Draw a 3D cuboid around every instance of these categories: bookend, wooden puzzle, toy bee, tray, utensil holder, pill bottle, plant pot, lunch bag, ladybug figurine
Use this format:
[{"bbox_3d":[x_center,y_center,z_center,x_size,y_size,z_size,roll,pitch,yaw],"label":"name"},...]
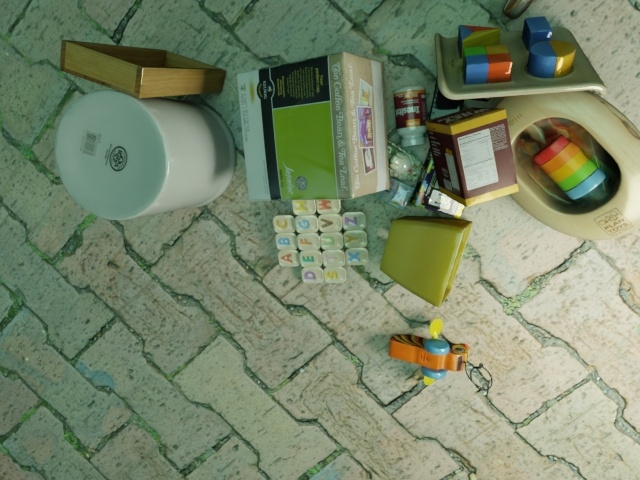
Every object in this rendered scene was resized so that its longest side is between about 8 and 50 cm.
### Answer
[{"bbox_3d":[0.377,-0.377,1.214,0.157,0.072,0.156,10,104,9],"label":"bookend"},{"bbox_3d":[0.447,-0.437,1.070,0.348,0.322,0.080,3,134,9],"label":"wooden puzzle"},{"bbox_3d":[0.356,0.343,1.337,0.298,0.162,0.195,36,116,28],"label":"toy bee"},{"bbox_3d":[-0.429,-0.436,1.187,0.203,0.411,0.076,20,112,7],"label":"tray"},{"bbox_3d":[-0.448,-0.228,1.249,0.328,0.385,0.327,2,102,10],"label":"utensil holder"},{"bbox_3d":[0.245,-0.333,1.242,0.086,0.086,0.152,-5,100,12],"label":"pill bottle"},{"bbox_3d":[0.282,0.031,1.256,0.187,0.212,0.212,19,105,21],"label":"plant pot"},{"bbox_3d":[0.214,-0.133,1.305,0.083,0.053,0.071,28,99,8],"label":"lunch bag"},{"bbox_3d":[0.614,-0.196,1.130,0.449,0.162,0.305,49,133,-1],"label":"ladybug figurine"}]

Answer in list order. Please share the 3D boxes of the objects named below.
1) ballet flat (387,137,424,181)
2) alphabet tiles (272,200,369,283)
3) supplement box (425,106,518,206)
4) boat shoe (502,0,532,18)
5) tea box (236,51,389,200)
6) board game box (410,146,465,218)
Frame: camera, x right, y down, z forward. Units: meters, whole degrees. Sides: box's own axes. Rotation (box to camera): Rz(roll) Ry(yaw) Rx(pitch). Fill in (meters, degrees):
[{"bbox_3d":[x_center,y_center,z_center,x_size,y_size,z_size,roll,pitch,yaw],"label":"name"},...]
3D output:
[{"bbox_3d":[0.182,-0.237,1.279,0.241,0.077,0.091,32,103,4],"label":"ballet flat"},{"bbox_3d":[0.000,0.000,1.359,0.278,0.021,0.284,-1,114,12],"label":"alphabet tiles"},{"bbox_3d":[0.362,-0.209,1.120,0.129,0.191,0.194,-17,108,0],"label":"supplement box"},{"bbox_3d":[0.513,-0.701,1.108,0.116,0.123,0.324,27,98,12],"label":"boat shoe"},{"bbox_3d":[-0.014,-0.278,1.190,0.323,0.220,0.329,4,104,33],"label":"tea box"},{"bbox_3d":[0.342,-0.160,1.258,0.141,0.048,0.170,16,104,-11],"label":"board game box"}]
